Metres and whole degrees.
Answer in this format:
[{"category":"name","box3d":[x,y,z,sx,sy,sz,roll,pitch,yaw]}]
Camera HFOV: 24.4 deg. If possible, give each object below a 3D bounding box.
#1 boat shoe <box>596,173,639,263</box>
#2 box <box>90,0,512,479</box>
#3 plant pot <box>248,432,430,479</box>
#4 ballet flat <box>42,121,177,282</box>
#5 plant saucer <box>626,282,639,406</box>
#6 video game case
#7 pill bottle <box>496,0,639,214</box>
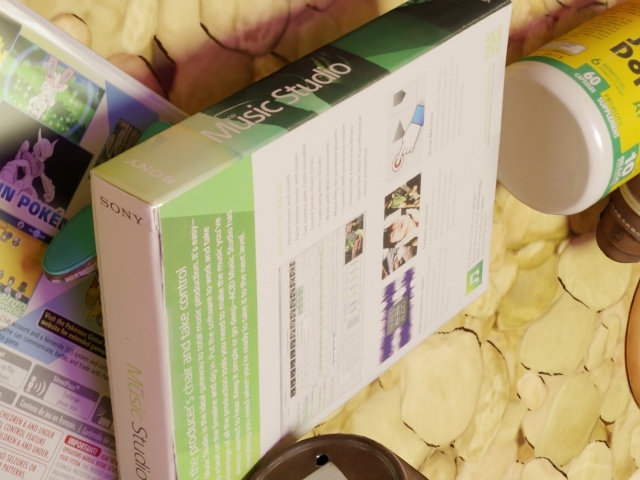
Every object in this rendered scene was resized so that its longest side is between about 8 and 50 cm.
[{"category":"boat shoe","box3d":[0.307,-0.041,1.228,0.257,0.095,0.095,-15,146,-46]},{"category":"box","box3d":[0.000,0.000,0.905,0.322,0.058,0.232,-34,137,-41]},{"category":"plant pot","box3d":[0.032,0.234,0.925,0.215,0.215,0.230,-45,136,-24]},{"category":"ballet flat","box3d":[-0.108,-0.014,0.828,0.114,0.041,0.041,-53,130,-17]},{"category":"plant saucer","box3d":[0.347,0.074,1.313,0.200,0.037,0.200,-12,109,-39]},{"category":"video game case","box3d":[-0.195,0.026,0.811,0.329,0.036,0.300,33,78,-41]},{"category":"pill bottle","box3d":[0.225,-0.111,1.097,0.208,0.118,0.117,-30,120,-33]}]
